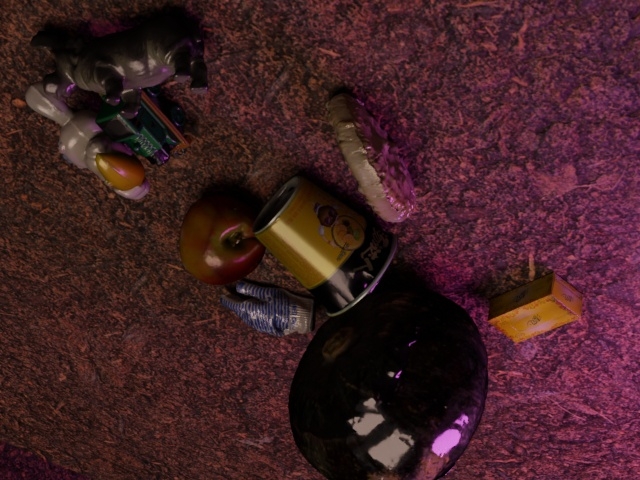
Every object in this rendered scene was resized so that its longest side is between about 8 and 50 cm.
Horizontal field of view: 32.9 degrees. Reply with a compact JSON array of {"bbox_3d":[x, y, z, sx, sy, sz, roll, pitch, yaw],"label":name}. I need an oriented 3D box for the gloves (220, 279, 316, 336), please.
[{"bbox_3d":[-0.118,0.154,2.436,0.229,0.097,0.119,11,112,15],"label":"gloves"}]

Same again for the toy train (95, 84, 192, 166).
[{"bbox_3d":[-0.331,-0.219,2.000,0.091,0.136,0.227,-12,132,32],"label":"toy train"}]

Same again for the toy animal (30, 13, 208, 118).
[{"bbox_3d":[-0.360,-0.303,1.878,0.343,0.168,0.106,-1,164,20],"label":"toy animal"}]

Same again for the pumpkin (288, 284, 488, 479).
[{"bbox_3d":[0.143,0.309,2.233,0.344,0.454,0.454,40,137,-22],"label":"pumpkin"}]

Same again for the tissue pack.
[{"bbox_3d":[0.440,0.141,2.225,0.095,0.062,0.176,36,139,-24],"label":"tissue pack"}]

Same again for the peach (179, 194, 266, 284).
[{"bbox_3d":[-0.203,0.001,2.199,0.197,0.197,0.197,10,142,8],"label":"peach"}]

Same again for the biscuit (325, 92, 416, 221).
[{"bbox_3d":[0.106,-0.124,1.942,0.084,0.179,0.281,-24,138,14],"label":"biscuit"}]

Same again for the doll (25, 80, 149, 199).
[{"bbox_3d":[-0.429,-0.177,2.052,0.237,0.111,0.252,48,-177,21],"label":"doll"}]

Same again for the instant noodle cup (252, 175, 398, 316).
[{"bbox_3d":[0.000,0.000,2.118,0.236,0.215,0.215,40,138,-14],"label":"instant noodle cup"}]
